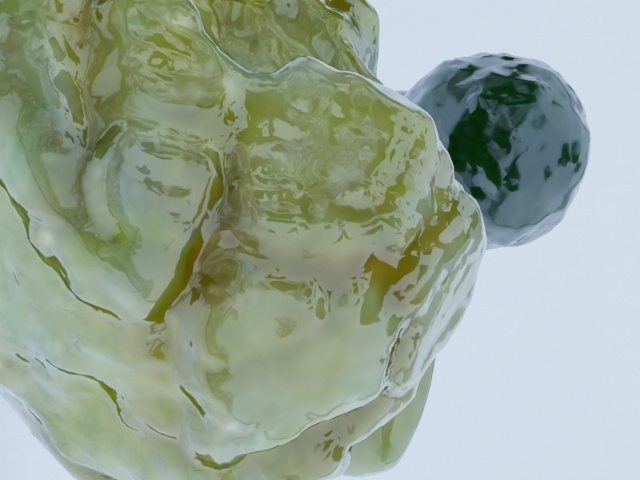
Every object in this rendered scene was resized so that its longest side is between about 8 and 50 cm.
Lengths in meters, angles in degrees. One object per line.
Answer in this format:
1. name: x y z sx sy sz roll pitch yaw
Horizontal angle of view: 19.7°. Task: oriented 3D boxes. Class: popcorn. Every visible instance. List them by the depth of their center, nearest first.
1. popcorn: -0.095 -0.013 0.907 0.293 0.334 0.292 13 115 -44

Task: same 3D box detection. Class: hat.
1. hat: 0.000 0.000 1.299 0.285 0.400 0.285 5 79 -30
